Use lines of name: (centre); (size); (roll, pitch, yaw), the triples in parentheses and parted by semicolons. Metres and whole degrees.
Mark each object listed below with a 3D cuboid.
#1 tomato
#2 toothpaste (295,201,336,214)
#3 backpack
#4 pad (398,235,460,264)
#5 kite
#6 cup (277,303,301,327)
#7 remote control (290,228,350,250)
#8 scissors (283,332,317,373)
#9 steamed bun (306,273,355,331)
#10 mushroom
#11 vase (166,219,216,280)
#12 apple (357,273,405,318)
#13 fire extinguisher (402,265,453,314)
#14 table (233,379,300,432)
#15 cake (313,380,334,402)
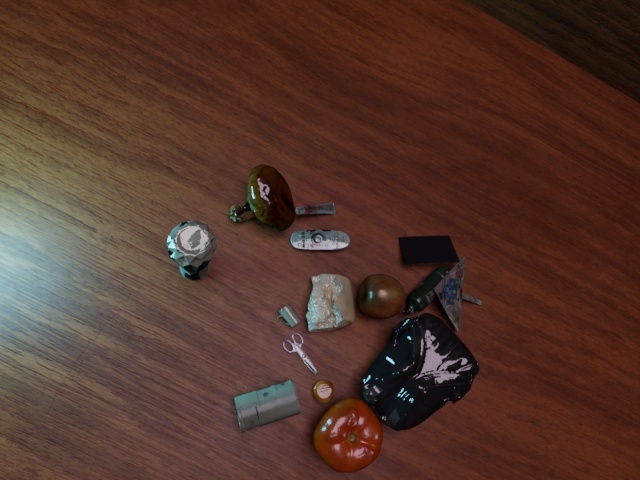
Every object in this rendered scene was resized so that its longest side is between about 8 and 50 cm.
tomato: (0.099, 0.713, 1.637); (0.259, 0.180, 0.260); (3, 76, -12)
toothpaste: (-0.016, -0.134, 1.927); (0.205, 0.036, 0.056); (-8, 78, -39)
backpack: (0.370, 0.515, 1.726); (0.445, 0.255, 0.363); (-44, 79, -9)
pad: (0.480, 0.040, 1.986); (0.243, 0.004, 0.164); (-2, 48, -7)
kite: (0.603, 0.232, 1.941); (0.314, 0.011, 0.335); (16, 78, -31)
cup: (-0.128, 0.304, 1.777); (0.075, 0.054, 0.083); (-36, 87, -22)
remote control: (0.000, -0.001, 1.911); (0.256, 0.045, 0.097); (3, 71, -10)
scissors: (-0.071, 0.451, 1.762); (0.085, 0.022, 0.176); (-35, 80, -24)
steamed bun: (0.038, 0.239, 1.778); (0.200, 0.170, 0.226); (-3, 72, -10)
mushroom: (-0.223, -0.182, 1.837); (0.254, 0.267, 0.267); (13, 68, 19)
vase: (-0.460, 0.050, 1.610); (0.165, 0.360, 0.165); (4, 72, -13)
apple: (0.248, 0.230, 1.824); (0.173, 0.188, 0.188); (13, 70, -15)
fire extinguisher: (0.447, 0.233, 1.920); (0.294, 0.118, 0.093); (-38, 53, -22)
table: (-0.194, 0.601, 1.629); (0.220, 0.126, 0.126); (-13, 76, -16)
cake: (0.012, 0.584, 1.730); (0.084, 0.044, 0.084); (4, 70, -12)
